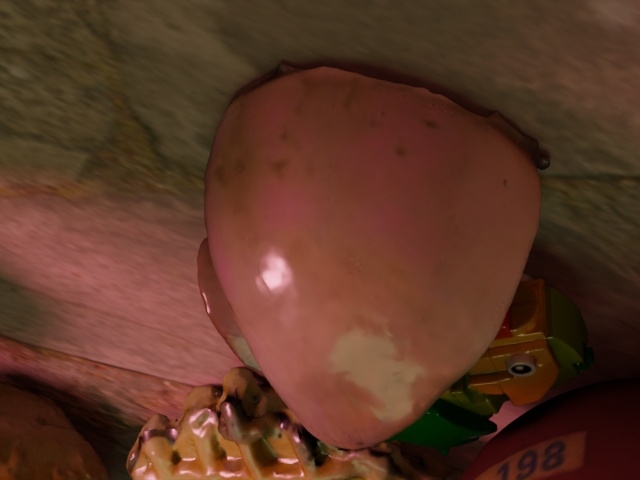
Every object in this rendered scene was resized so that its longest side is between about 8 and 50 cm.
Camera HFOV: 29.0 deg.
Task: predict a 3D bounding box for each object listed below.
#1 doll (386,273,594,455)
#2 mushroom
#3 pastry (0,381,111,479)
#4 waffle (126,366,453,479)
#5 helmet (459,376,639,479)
[{"bbox_3d":[0.098,0.085,0.852,0.134,0.106,0.186,27,140,-27],"label":"doll"},{"bbox_3d":[-0.010,0.014,0.740,0.162,0.173,0.236,38,136,-26],"label":"mushroom"},{"bbox_3d":[-0.331,0.264,1.080,0.330,0.136,0.329,-17,127,-24],"label":"pastry"},{"bbox_3d":[-0.022,0.252,1.061,0.317,0.073,0.297,30,124,-2],"label":"waffle"},{"bbox_3d":[0.239,0.214,0.876,0.337,0.230,0.385,30,131,-22],"label":"helmet"}]
